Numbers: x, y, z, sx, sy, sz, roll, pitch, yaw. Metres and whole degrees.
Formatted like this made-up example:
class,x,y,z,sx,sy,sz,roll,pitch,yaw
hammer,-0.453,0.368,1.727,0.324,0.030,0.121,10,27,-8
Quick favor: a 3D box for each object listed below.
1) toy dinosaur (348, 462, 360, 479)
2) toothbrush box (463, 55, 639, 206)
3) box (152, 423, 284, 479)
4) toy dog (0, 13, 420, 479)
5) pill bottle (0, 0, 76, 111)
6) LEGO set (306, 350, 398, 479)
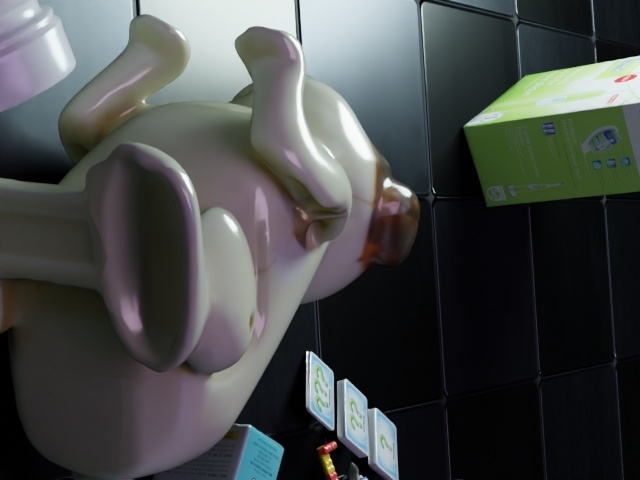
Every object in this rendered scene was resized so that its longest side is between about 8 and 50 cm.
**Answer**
class,x,y,z,sx,sy,sz,roll,pitch,yaw
toy dinosaur,0.006,0.345,1.203,0.118,0.064,0.268,55,50,-30
toothbrush box,0.362,-0.147,1.713,0.206,0.283,0.122,-39,117,-47
box,-0.115,0.286,1.182,0.060,0.101,0.244,41,55,-44
toy dog,-0.077,0.001,1.120,0.408,0.285,0.395,-37,116,-51
pill bottle,-0.294,-0.230,0.946,0.161,0.161,0.283,-44,121,-46
LEGO set,0.048,0.251,1.387,0.182,0.060,0.244,47,32,-40
